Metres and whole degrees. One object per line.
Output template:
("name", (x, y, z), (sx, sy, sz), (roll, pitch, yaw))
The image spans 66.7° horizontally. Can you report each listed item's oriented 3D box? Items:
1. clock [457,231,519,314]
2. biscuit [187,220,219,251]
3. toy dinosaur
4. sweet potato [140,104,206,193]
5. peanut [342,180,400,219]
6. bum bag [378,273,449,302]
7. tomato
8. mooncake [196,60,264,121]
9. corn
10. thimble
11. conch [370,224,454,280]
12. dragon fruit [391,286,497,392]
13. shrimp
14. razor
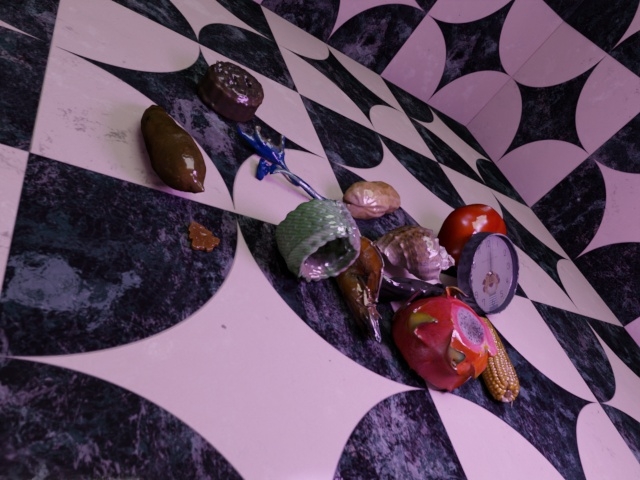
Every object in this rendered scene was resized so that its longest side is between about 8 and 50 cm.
("clock", (0.619, 0.121, 1.776), (0.313, 0.061, 0.312), (-2, 94, -37))
("biscuit", (-0.290, -0.008, 1.169), (0.092, 0.016, 0.082), (50, 37, 17))
("toy dinosaur", (-0.175, -0.284, 1.608), (0.248, 0.075, 0.188), (17, 48, -43))
("sweet potato", (-0.399, -0.258, 1.275), (0.131, 0.130, 0.422), (8, 33, -42))
("peanut", (0.194, -0.148, 1.770), (0.149, 0.149, 0.313), (50, 26, 15))
("bum bag", (0.248, 0.150, 1.465), (0.327, 0.142, 0.079), (10, 74, -35))
("tomato", (0.597, -0.010, 1.938), (0.299, 0.298, 0.226), (15, 3, -37))
("mooncake", (-0.310, -0.527, 1.707), (0.228, 0.124, 0.228), (28, 34, -21))
("corn", (0.538, 0.367, 1.521), (0.102, 0.101, 0.310), (25, 36, -25))
("thimble", (0.000, 0.000, 1.281), (0.219, 0.219, 0.150), (8, 42, -42))
("conch", (0.296, 0.020, 1.581), (0.292, 0.158, 0.210), (22, 19, -4))
("dragon fruit", (0.351, 0.266, 1.354), (0.291, 0.189, 0.290), (28, 32, -20))
("shrimp", (0.122, 0.121, 1.318), (0.062, 0.164, 0.316), (11, 49, -40))
("razor", (-0.058, -0.171, 1.593), (0.324, 0.056, 0.093), (29, 38, -22))
